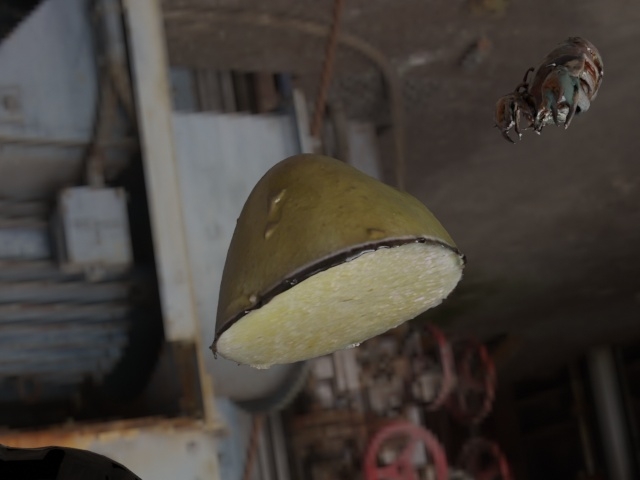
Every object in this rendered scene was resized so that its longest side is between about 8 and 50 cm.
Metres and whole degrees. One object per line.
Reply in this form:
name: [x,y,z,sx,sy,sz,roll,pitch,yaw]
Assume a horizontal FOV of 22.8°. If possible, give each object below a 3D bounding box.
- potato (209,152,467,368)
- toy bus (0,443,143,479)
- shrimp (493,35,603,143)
potato: [0.000,0.000,1.092,0.182,0.117,0.202,-22,161,12]
toy bus: [-0.160,0.072,0.418,0.409,0.093,0.092,29,114,-11]
shrimp: [0.090,-0.058,0.631,0.038,0.029,0.092,-25,-173,24]
